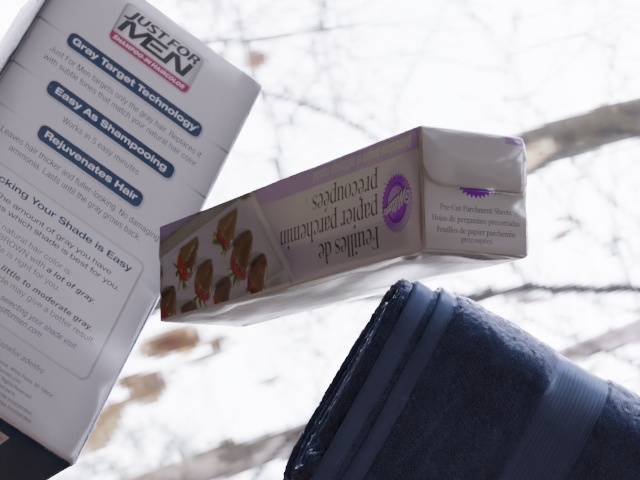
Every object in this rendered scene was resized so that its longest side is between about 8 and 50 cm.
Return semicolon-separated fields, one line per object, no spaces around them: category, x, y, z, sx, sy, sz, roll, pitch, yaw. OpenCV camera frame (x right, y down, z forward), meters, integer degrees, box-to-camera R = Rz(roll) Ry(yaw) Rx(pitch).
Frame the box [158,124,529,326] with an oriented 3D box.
box;0.000;0.000;1.042;0.324;0.067;0.063;-18;-109;61

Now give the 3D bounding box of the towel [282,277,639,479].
towel;0.056;0.063;0.479;0.119;0.029;0.067;30;-86;-2

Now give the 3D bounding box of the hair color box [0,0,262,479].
hair color box;-0.190;-0.016;1.294;0.174;0.347;0.105;36;-36;-17
